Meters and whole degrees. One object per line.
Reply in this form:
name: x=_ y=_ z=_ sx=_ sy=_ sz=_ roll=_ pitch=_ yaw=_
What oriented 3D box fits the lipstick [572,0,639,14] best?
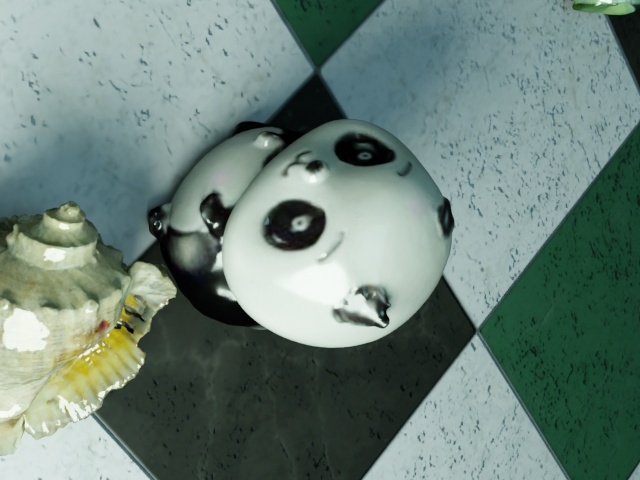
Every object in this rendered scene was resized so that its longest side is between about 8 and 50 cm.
lipstick: x=0.303 y=-0.388 z=1.247 sx=0.076 sy=0.076 sz=0.304 roll=-8 pitch=104 yaw=-38

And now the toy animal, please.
toy animal: x=-0.006 y=-0.006 z=0.969 sx=0.187 sy=0.235 sz=0.165 roll=-49 pitch=118 yaw=-22

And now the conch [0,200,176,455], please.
conch: x=-0.199 y=0.066 z=0.875 sx=0.178 sy=0.163 sz=0.245 roll=10 pitch=122 yaw=-25
